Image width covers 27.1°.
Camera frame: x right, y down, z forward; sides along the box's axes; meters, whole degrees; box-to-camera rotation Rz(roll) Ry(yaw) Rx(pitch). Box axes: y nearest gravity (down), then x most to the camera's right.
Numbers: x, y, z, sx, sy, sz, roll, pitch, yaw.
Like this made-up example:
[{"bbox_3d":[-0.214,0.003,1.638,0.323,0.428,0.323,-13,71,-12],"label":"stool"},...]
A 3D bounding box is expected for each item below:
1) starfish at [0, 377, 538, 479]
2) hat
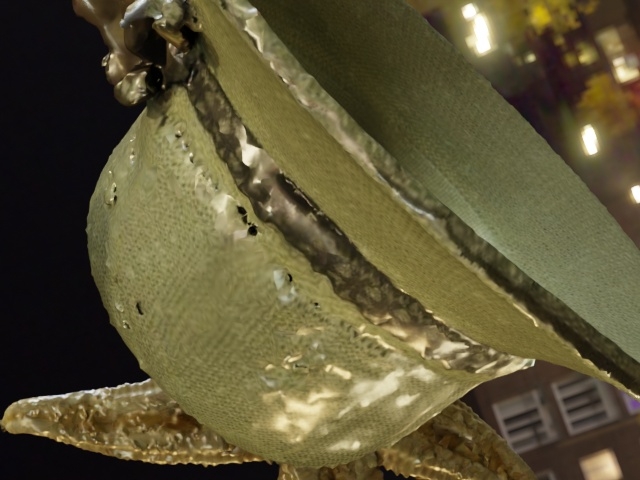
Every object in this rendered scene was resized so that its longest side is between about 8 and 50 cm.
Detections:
[{"bbox_3d":[-0.003,0.101,0.595,0.247,0.138,0.050,39,164,-8],"label":"starfish"},{"bbox_3d":[0.000,0.000,0.441,0.257,0.130,0.257,41,-164,-14],"label":"hat"}]
